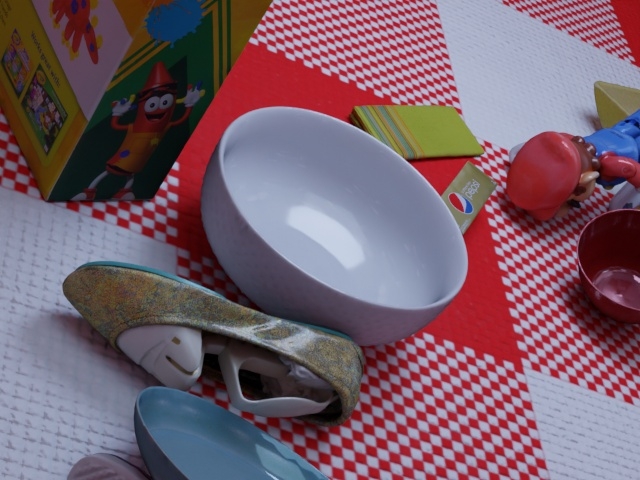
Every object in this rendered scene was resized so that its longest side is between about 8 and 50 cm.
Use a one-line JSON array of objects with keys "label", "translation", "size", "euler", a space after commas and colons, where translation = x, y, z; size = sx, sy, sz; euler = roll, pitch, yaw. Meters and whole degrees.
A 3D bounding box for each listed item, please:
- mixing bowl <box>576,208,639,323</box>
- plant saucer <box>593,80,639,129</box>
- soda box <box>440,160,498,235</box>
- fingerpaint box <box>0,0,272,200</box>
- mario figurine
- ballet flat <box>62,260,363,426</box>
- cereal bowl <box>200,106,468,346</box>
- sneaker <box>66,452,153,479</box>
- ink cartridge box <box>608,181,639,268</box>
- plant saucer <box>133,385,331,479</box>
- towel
[{"label": "mixing bowl", "translation": [0.452, 0.053, 1.950], "size": [0.181, 0.098, 0.181], "euler": [2, 54, -3]}, {"label": "plant saucer", "translation": [0.661, -0.139, 2.359], "size": [0.333, 0.081, 0.332], "euler": [5, 35, -39]}, {"label": "soda box", "translation": [0.191, -0.043, 1.897], "size": [0.058, 0.061, 0.181], "euler": [37, 35, 3]}, {"label": "fingerpaint box", "translation": [-0.265, -0.331, 1.577], "size": [0.163, 0.371, 0.445], "euler": [-2, 49, -41]}, {"label": "mario figurine", "translation": [0.422, -0.102, 2.081], "size": [0.321, 0.198, 0.170], "euler": [-18, 90, -27]}, {"label": "ballet flat", "translation": [-0.108, 0.119, 1.418], "size": [0.349, 0.123, 0.123], "euler": [19, 38, -23]}, {"label": "cereal bowl", "translation": [0.000, 0.000, 1.615], "size": [0.339, 0.141, 0.339], "euler": [23, 37, -19]}, {"label": "sneaker", "translation": [-0.106, 0.298, 1.237], "size": [0.282, 0.102, 0.161], "euler": [43, 18, 15]}, {"label": "ink cartridge box", "translation": [0.539, 0.005, 2.112], "size": [0.154, 0.093, 0.212], "euler": [32, 36, -8]}, {"label": "plant saucer", "translation": [-0.052, 0.249, 1.264], "size": [0.318, 0.043, 0.317], "euler": [36, 5, -4]}, {"label": "towel", "translation": [0.149, -0.163, 2.042], "size": [0.237, 0.021, 0.102], "euler": [-6, 58, -46]}]
